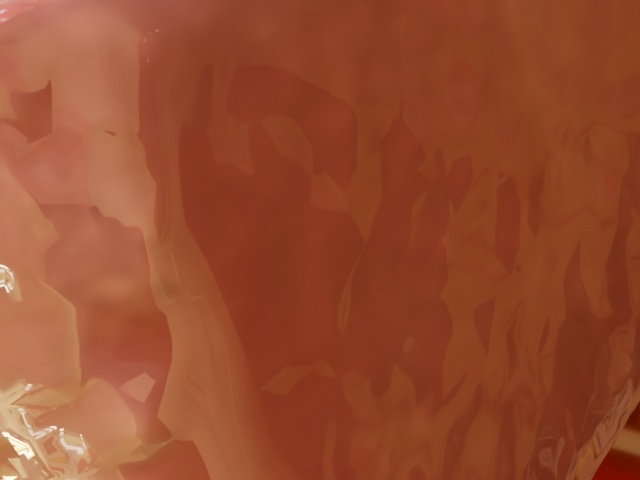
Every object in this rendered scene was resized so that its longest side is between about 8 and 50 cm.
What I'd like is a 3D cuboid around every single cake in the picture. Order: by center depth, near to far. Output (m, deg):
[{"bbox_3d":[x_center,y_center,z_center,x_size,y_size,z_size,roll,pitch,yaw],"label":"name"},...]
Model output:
[{"bbox_3d":[-0.043,-0.028,0.486,0.309,0.237,0.230,-48,130,-45],"label":"cake"}]
